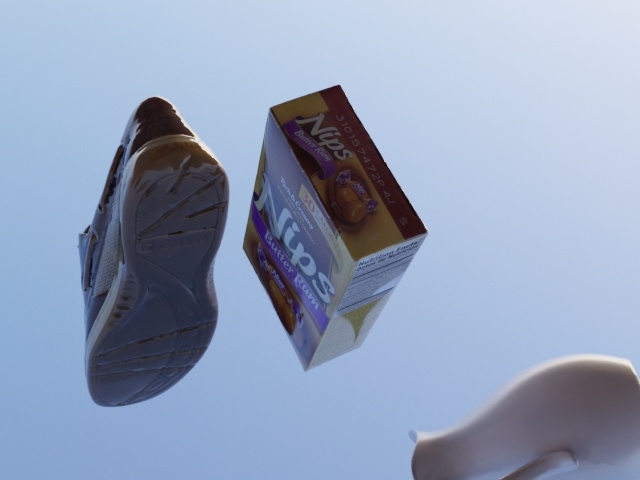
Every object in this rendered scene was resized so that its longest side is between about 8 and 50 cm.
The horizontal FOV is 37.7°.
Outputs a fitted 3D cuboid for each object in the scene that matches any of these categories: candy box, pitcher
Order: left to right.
[{"bbox_3d":[0.000,0.000,0.602,0.053,0.187,0.109,-21,-111,-20],"label":"candy box"},{"bbox_3d":[0.171,0.177,0.765,0.207,0.126,0.178,-22,-178,13],"label":"pitcher"}]

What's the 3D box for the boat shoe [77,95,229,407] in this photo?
[{"bbox_3d":[-0.168,0.019,0.887,0.123,0.342,0.123,-8,-133,-25],"label":"boat shoe"}]
